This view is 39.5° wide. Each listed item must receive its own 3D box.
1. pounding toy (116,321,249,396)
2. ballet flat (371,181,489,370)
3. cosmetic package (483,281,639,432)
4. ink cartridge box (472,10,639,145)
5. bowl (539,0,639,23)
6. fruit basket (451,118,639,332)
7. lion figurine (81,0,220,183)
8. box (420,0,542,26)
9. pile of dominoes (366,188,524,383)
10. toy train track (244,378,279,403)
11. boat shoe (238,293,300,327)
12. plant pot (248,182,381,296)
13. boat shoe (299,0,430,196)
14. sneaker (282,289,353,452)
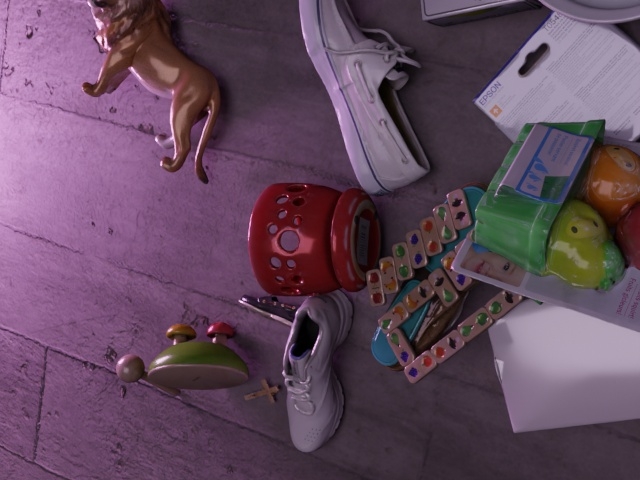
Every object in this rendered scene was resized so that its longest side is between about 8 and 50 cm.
[{"bbox_3d":[-0.244,0.208,1.651,0.236,0.183,0.110,-15,63,32],"label":"pounding toy"},{"bbox_3d":[0.201,0.062,1.399,0.116,0.124,0.342,41,114,39],"label":"ballet flat"},{"bbox_3d":[0.441,0.143,1.261,0.365,0.155,0.197,-12,89,30],"label":"cosmetic package"},{"bbox_3d":[0.377,-0.212,1.316,0.224,0.045,0.223,48,115,15],"label":"ink cartridge box"},{"bbox_3d":[0.415,-0.439,1.220,0.297,0.134,0.298,3,97,28],"label":"bowl"},{"bbox_3d":[0.391,-0.030,1.147,0.353,0.327,0.165,15,142,29],"label":"fruit basket"},{"bbox_3d":[-0.290,-0.311,1.633,0.392,0.142,0.240,41,106,3],"label":"lion figurine"},{"bbox_3d":[0.231,-0.483,1.340,0.169,0.087,0.290,-3,95,29],"label":"box"},{"bbox_3d":[0.165,0.068,1.320,0.251,0.040,0.196,-44,63,30],"label":"pile of dominoes"},{"bbox_3d":[-0.108,0.282,1.655,0.083,0.014,0.048,-22,92,34],"label":"toy train track"},{"bbox_3d":[-0.090,0.121,1.611,0.133,0.049,0.042,17,76,33],"label":"boat shoe"},{"bbox_3d":[0.000,0.000,1.466,0.174,0.191,0.191,1,96,24],"label":"plant pot"},{"bbox_3d":[0.091,-0.263,1.415,0.156,0.136,0.367,-18,90,29],"label":"boat shoe"},{"bbox_3d":[-0.025,0.228,1.537,0.111,0.129,0.297,8,101,25],"label":"sneaker"}]
